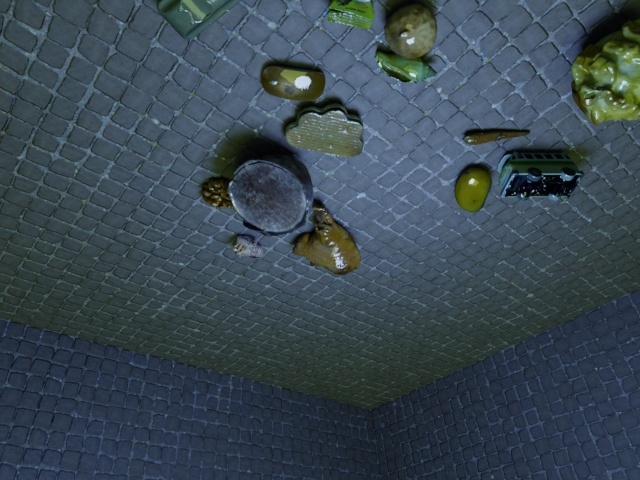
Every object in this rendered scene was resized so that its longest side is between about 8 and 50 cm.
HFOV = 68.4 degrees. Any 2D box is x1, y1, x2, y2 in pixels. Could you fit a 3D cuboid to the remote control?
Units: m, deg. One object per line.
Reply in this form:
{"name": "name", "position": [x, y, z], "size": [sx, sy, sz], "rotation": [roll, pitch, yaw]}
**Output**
{"name": "remote control", "position": [-0.269, -0.656, 1.218], "size": [0.335, 0.066, 0.128], "rotation": [-26, 140, 23]}

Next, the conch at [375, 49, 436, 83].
{"name": "conch", "position": [0.261, -0.526, 1.437], "size": [0.200, 0.080, 0.095], "rotation": [13, 154, 4]}

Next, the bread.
{"name": "bread", "position": [0.030, -0.380, 1.600], "size": [0.286, 0.056, 0.207], "rotation": [10, 142, -19]}

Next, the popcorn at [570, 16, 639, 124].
{"name": "popcorn", "position": [0.922, -0.483, 1.402], "size": [0.312, 0.312, 0.312], "rotation": [-3, 141, -3]}

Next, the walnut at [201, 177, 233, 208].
{"name": "walnut", "position": [-0.371, -0.170, 1.802], "size": [0.170, 0.069, 0.143], "rotation": [7, 141, -11]}

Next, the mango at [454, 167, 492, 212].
{"name": "mango", "position": [0.601, -0.194, 1.874], "size": [0.137, 0.091, 0.238], "rotation": [0, 141, 3]}

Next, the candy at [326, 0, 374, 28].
{"name": "candy", "position": [0.103, -0.682, 1.230], "size": [0.148, 0.069, 0.246], "rotation": [2, 136, -18]}

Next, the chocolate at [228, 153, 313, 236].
{"name": "chocolate", "position": [-0.154, -0.191, 1.688], "size": [0.303, 0.213, 0.303], "rotation": [10, 126, 14]}

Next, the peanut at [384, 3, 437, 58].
{"name": "peanut", "position": [0.258, -0.591, 1.332], "size": [0.140, 0.109, 0.159], "rotation": [-18, 153, 31]}

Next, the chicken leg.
{"name": "chicken leg", "position": [0.000, 0.000, 2.001], "size": [0.294, 0.182, 0.409], "rotation": [-1, 140, 21]}

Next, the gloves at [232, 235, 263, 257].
{"name": "gloves", "position": [-0.310, 0.028, 2.034], "size": [0.110, 0.094, 0.144], "rotation": [14, 166, 13]}

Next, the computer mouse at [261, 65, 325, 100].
{"name": "computer mouse", "position": [-0.082, -0.489, 1.463], "size": [0.198, 0.045, 0.102], "rotation": [4, 138, -13]}

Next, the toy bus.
{"name": "toy bus", "position": [0.810, -0.249, 1.771], "size": [0.275, 0.165, 0.134], "rotation": [0, 140, -6]}

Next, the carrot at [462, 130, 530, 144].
{"name": "carrot", "position": [0.635, -0.377, 1.695], "size": [0.254, 0.049, 0.049], "rotation": [-7, 141, -5]}
